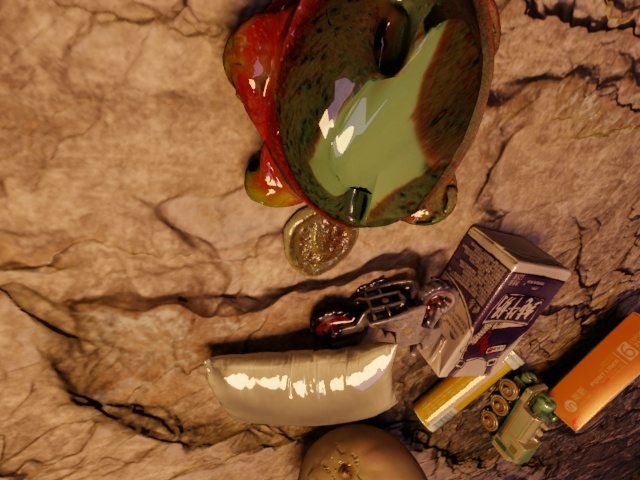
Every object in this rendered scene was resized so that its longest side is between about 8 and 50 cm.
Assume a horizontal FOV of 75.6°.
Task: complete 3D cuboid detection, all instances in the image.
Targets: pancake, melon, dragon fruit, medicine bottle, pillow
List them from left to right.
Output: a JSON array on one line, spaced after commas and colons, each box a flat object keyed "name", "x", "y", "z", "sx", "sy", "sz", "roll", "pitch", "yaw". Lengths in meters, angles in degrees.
[{"name": "pillow", "x": -0.017, "y": 0.191, "z": 0.552, "sx": 0.253, "sy": 0.078, "sz": 0.145, "roll": -3, "pitch": 126, "yaw": 0}, {"name": "pancake", "x": 0.000, "y": -0.001, "z": 0.508, "sx": 0.107, "sy": 0.017, "sz": 0.108, "roll": -15, "pitch": 125, "yaw": -21}, {"name": "melon", "x": 0.080, "y": 0.448, "z": 0.708, "sx": 0.222, "sy": 0.223, "sz": 0.317, "roll": -32, "pitch": 131, "yaw": -3}, {"name": "dragon fruit", "x": 0.049, "y": -0.127, "z": 0.385, "sx": 0.295, "sy": 0.130, "sz": 0.268, "roll": -48, "pitch": 133, "yaw": 9}, {"name": "medicine bottle", "x": 0.276, "y": 0.270, "z": 0.783, "sx": 0.218, "sy": 0.074, "sz": 0.074, "roll": -43, "pitch": 129, "yaw": 9}]

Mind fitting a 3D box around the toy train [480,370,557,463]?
[{"name": "toy train", "x": 0.432, "y": 0.380, "z": 0.894, "sx": 0.080, "sy": 0.125, "sz": 0.194, "roll": -1, "pitch": 122, "yaw": -29}]

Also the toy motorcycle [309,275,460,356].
[{"name": "toy motorcycle", "x": 0.093, "y": 0.117, "z": 0.596, "sx": 0.215, "sy": 0.080, "sz": 0.123, "roll": -12, "pitch": 128, "yaw": -4}]

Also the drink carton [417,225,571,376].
[{"name": "drink carton", "x": 0.253, "y": 0.103, "z": 0.645, "sx": 0.134, "sy": 0.102, "sz": 0.223, "roll": 8, "pitch": 119, "yaw": -32}]

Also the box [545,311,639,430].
[{"name": "box", "x": 0.631, "y": 0.289, "z": 0.918, "sx": 0.274, "sy": 0.091, "sz": 0.220, "roll": -52, "pitch": 145, "yaw": 14}]
